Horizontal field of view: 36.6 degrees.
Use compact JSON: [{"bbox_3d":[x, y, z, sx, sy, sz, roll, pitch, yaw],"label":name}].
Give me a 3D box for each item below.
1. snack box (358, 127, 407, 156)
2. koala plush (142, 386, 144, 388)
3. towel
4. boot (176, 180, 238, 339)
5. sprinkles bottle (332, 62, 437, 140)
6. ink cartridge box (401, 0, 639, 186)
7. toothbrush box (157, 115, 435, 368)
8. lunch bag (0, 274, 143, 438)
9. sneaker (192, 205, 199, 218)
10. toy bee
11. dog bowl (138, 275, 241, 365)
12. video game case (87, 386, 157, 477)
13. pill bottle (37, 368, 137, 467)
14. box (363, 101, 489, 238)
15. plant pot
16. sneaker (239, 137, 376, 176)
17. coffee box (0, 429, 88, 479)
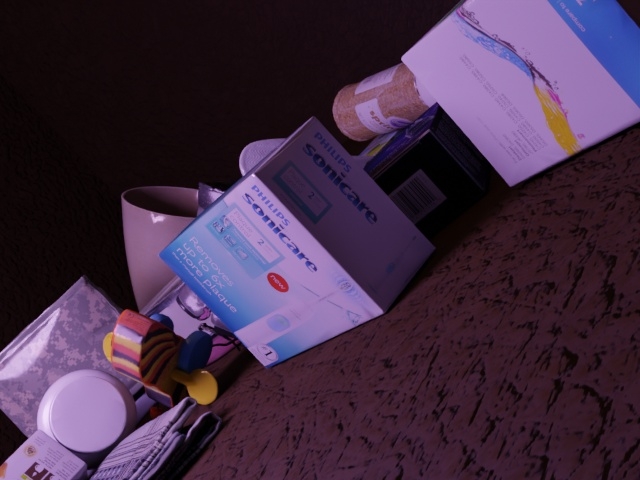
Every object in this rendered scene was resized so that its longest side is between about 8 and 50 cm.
[{"bbox_3d":[0.133,-0.171,1.966,0.174,0.070,0.207,-32,11,50],"label":"snack box"},{"bbox_3d":[-0.413,0.262,2.117,0.221,0.203,0.196,-17,26,22],"label":"koala plush"},{"bbox_3d":[-0.289,0.344,1.257,0.312,0.056,0.324,-47,9,-33],"label":"towel"},{"bbox_3d":[-0.063,0.052,1.435,0.118,0.338,0.222,-4,-71,-49],"label":"boot"},{"bbox_3d":[0.156,-0.271,1.803,0.121,0.121,0.355,-46,17,-23],"label":"sprinkles bottle"},{"bbox_3d":[0.264,-0.221,0.998,0.198,0.197,0.270,-46,7,-31],"label":"ink cartridge box"},{"bbox_3d":[-0.038,0.014,1.194,0.126,0.216,0.295,-48,10,-36],"label":"toothbrush box"},{"bbox_3d":[-0.460,0.235,1.830,0.287,0.235,0.169,-42,4,3],"label":"lunch bag"},{"bbox_3d":[-0.165,-0.035,2.314,0.178,0.295,0.123,-21,55,10],"label":"sneaker"},{"bbox_3d":[-0.221,0.202,1.456,0.195,0.298,0.162,17,86,43],"label":"toy bee"},{"bbox_3d":[-0.151,0.067,1.790,0.408,0.150,0.408,-42,6,6],"label":"dog bowl"},{"bbox_3d":[-0.454,0.413,1.841,0.300,0.036,0.329,-35,11,50],"label":"video game case"},{"bbox_3d":[-0.371,0.286,1.539,0.152,0.152,0.272,-45,0,-21],"label":"pill bottle"},{"bbox_3d":[0.133,-0.085,1.281,0.153,0.108,0.207,-41,8,20],"label":"box"},{"bbox_3d":[-0.314,0.046,2.105,0.256,0.256,0.274,-68,-13,-74],"label":"plant pot"},{"bbox_3d":[-0.006,-0.097,1.664,0.169,0.293,0.108,145,131,-72],"label":"sneaker"},{"bbox_3d":[-0.448,0.410,1.373,0.246,0.098,0.141,-47,-20,-36],"label":"coffee box"}]
